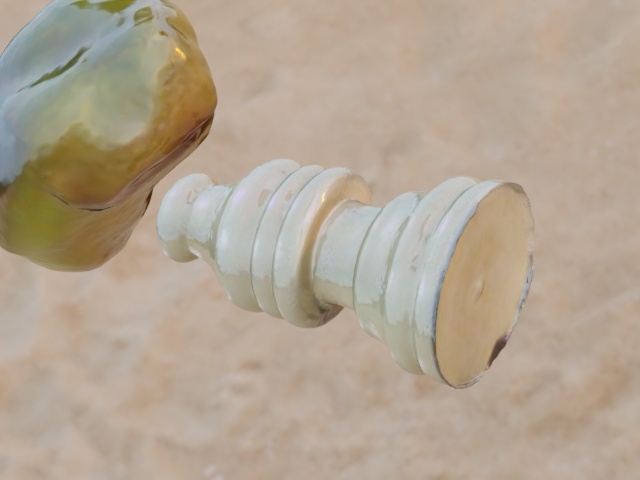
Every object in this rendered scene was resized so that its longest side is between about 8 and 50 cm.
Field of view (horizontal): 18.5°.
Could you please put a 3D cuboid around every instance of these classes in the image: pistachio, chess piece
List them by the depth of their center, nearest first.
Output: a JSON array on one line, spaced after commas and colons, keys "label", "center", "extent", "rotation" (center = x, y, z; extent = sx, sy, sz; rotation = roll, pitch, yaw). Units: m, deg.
[{"label": "pistachio", "center": [-0.116, -0.056, 0.936], "extent": [0.100, 0.110, 0.189], "rotation": [-9, -20, -24]}, {"label": "chess piece", "center": [0.000, 0.000, 1.464], "extent": [0.307, 0.139, 0.124], "rotation": [15, 34, 37]}]
